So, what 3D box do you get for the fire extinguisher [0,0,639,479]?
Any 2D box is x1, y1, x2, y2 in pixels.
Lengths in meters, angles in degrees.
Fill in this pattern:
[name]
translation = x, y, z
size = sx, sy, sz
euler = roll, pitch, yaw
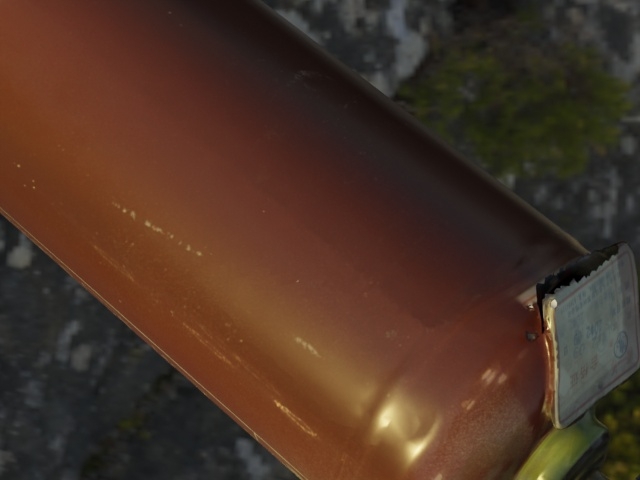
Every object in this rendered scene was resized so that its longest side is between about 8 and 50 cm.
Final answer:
[fire extinguisher]
translation = 0.000, 0.000, 0.461
size = 0.105, 0.269, 0.105
euler = -43, 157, -22
